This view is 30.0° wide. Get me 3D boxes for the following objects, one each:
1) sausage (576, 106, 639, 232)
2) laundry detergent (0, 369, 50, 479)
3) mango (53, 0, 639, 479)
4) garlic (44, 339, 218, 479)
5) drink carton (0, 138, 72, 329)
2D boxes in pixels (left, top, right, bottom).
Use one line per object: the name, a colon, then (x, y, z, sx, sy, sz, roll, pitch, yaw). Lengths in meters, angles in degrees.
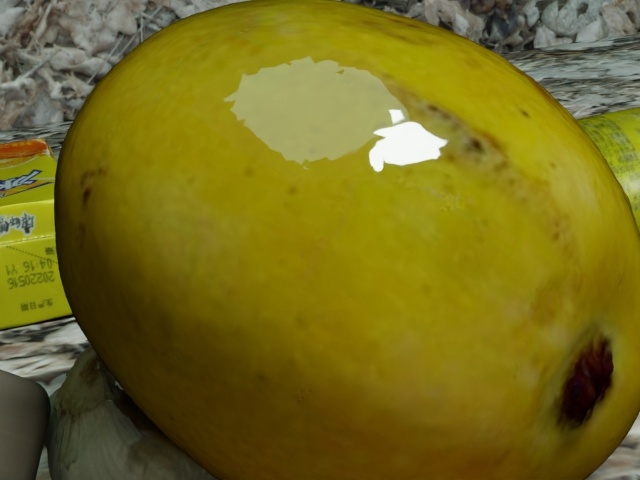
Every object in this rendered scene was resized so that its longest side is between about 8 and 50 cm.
sausage: (0.293, -0.054, 0.999, 0.347, 0.123, 0.123, -11, 15, -16)
laundry detergent: (-0.273, 0.082, 0.592, 0.237, 0.076, 0.171, 22, -26, -31)
mango: (0.000, 0.000, 0.643, 0.300, 0.232, 0.445, 26, 2, -19)
garlic: (-0.101, 0.114, 0.620, 0.074, 0.094, 0.113, -47, 34, -18)
drink carton: (-0.314, -0.013, 1.144, 0.154, 0.111, 0.351, -11, 15, -14)
